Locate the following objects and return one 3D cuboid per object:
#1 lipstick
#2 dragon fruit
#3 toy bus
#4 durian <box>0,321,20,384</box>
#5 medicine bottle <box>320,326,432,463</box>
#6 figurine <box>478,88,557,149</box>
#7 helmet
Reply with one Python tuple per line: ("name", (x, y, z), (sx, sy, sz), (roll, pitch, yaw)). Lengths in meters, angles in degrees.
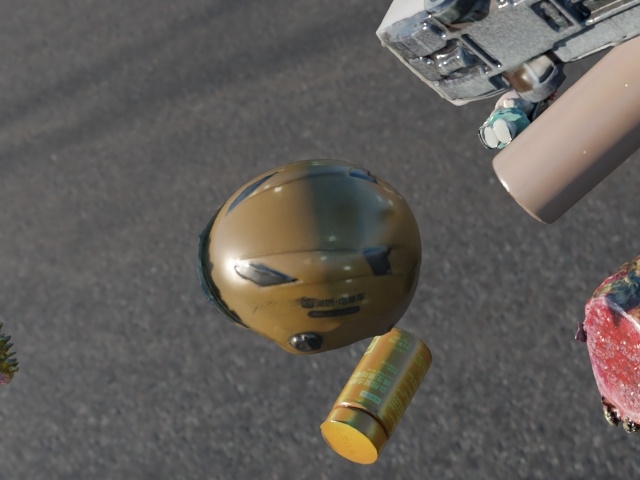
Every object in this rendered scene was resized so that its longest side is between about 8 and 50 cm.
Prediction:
("lipstick", (0.244, -0.119, 1.040), (0.254, 0.070, 0.070), (-43, 22, 21))
("dragon fruit", (0.405, 0.136, 1.656), (0.147, 0.282, 0.211), (-26, 32, -31))
("toy bus", (0.176, -0.183, 0.838), (0.342, 0.097, 0.138), (-16, 42, 55))
("durian", (-0.416, 0.084, 1.436), (0.153, 0.186, 0.260), (-21, -2, 2))
("medicine bottle", (0.084, 0.226, 2.042), (0.096, 0.096, 0.192), (0, 43, 40))
("figurine", (0.187, -0.119, 1.321), (0.060, 0.047, 0.106), (-42, 0, 37))
("helmet", (0.000, 0.000, 1.356), (0.224, 0.130, 0.198), (2, 58, -17))
